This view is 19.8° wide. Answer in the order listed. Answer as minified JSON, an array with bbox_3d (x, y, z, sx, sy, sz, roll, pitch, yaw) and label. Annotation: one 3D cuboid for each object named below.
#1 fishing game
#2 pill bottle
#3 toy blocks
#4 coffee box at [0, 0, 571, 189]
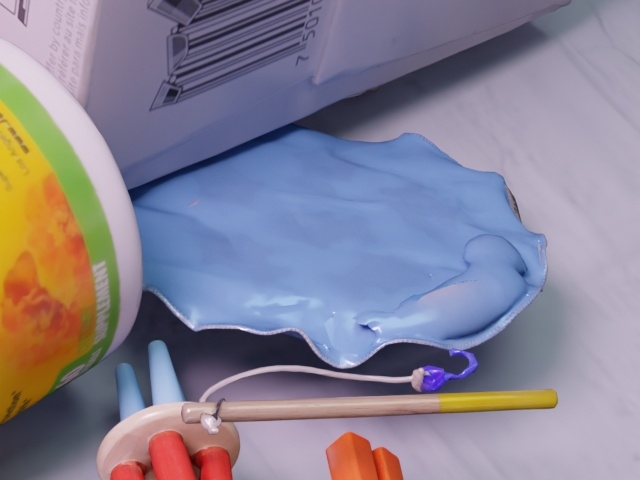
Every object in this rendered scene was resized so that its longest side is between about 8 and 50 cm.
[{"bbox_3d":[0.000,0.000,0.745,0.189,0.041,0.264,-3,32,-18],"label":"fishing game"},{"bbox_3d":[-0.189,0.034,0.596,0.136,0.136,0.245,40,48,21],"label":"pill bottle"},{"bbox_3d":[-0.014,0.096,0.649,0.123,0.054,0.148,0,44,-19],"label":"toy blocks"},{"bbox_3d":[-0.066,-0.275,0.774,0.338,0.338,0.334,-26,55,-40],"label":"coffee box"}]
